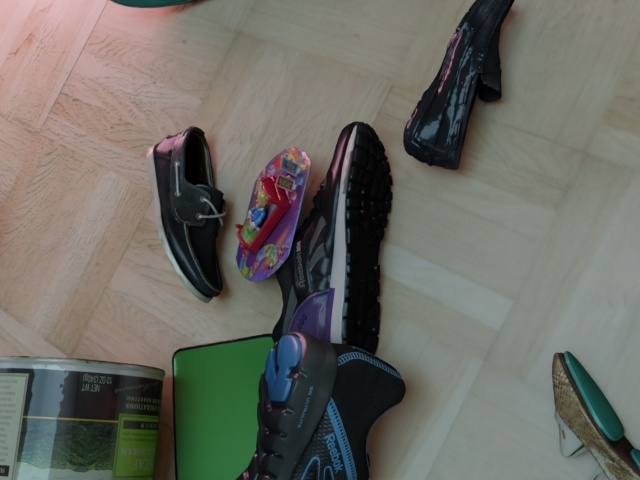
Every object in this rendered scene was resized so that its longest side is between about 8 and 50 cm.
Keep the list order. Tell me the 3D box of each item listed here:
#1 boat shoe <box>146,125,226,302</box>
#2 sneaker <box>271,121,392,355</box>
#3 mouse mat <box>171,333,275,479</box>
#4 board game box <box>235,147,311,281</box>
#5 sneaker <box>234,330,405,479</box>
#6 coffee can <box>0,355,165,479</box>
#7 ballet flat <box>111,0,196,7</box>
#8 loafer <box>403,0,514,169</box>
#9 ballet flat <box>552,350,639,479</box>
[{"bbox_3d":[-0.158,-0.036,0.982,0.079,0.084,0.233,-24,65,17],"label":"boat shoe"},{"bbox_3d":[0.000,0.000,0.894,0.124,0.107,0.283,0,76,30],"label":"sneaker"},{"bbox_3d":[-0.111,0.214,0.938,0.152,0.007,0.190,-12,73,21],"label":"mouse mat"},{"bbox_3d":[-0.071,-0.036,0.930,0.133,0.033,0.169,-7,66,56],"label":"board game box"},{"bbox_3d":[-0.020,0.265,0.813,0.125,0.139,0.341,-124,52,-64],"label":"sneaker"},{"bbox_3d":[-0.291,0.279,0.890,0.201,0.201,0.275,-3,75,23],"label":"coffee can"},{"bbox_3d":[-0.147,-0.407,1.070,0.348,0.123,0.123,-9,73,23],"label":"ballet flat"},{"bbox_3d":[0.171,-0.183,0.884,0.078,0.076,0.223,26,86,13],"label":"loafer"},{"bbox_3d":[0.267,0.203,0.739,0.067,0.073,0.206,-44,59,24],"label":"ballet flat"}]
